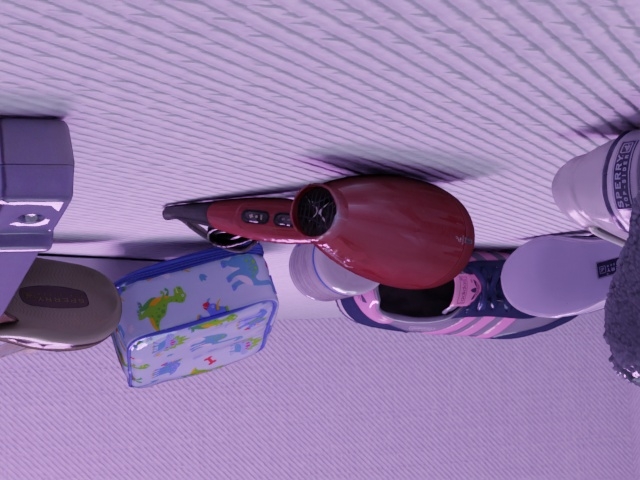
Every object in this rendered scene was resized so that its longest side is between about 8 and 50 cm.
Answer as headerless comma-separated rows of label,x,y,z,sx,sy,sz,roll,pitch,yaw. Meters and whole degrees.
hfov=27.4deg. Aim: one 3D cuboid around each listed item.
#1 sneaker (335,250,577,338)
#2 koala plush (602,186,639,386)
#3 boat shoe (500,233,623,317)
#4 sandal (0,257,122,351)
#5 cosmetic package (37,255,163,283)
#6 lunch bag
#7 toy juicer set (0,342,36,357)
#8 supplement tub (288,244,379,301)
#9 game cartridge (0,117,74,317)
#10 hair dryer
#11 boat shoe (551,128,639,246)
sneaker,0.182,0.065,1.554,0.319,0.112,0.131,-3,177,-10
koala plush,0.294,0.000,0.670,0.221,0.203,0.196,-11,-148,-25
boat shoe,0.314,0.036,1.405,0.084,0.095,0.258,9,169,-44
sandal,-0.310,0.038,1.180,0.302,0.120,0.086,0,146,-39
cosmetic package,-0.267,0.052,1.463,0.099,0.060,0.239,-8,172,37
lunch bag,-0.134,0.081,1.402,0.176,0.090,0.219,-15,162,-12
toy juicer set,-0.320,0.092,1.776,0.329,0.089,0.209,-14,-177,24
supplement tub,0.016,0.020,1.218,0.071,0.071,0.107,-1,174,-17
game cartridge,-0.292,0.016,0.771,0.230,0.068,0.355,-5,164,-23
hair dryer,0.000,0.000,0.964,0.223,0.080,0.293,-1,174,-9
boat shoe,0.264,-0.019,0.838,0.267,0.096,0.088,2,177,-33
